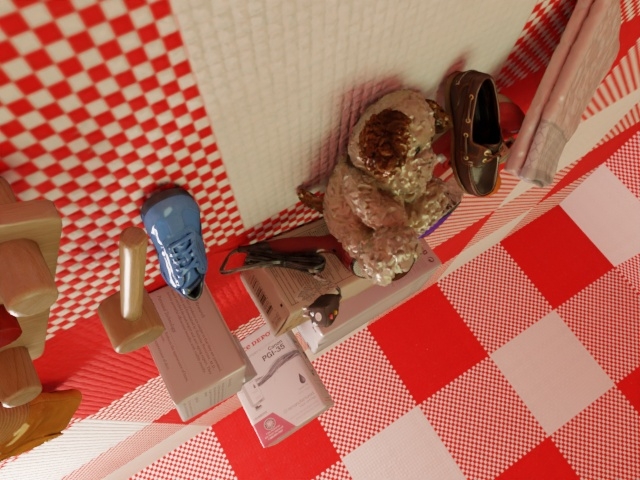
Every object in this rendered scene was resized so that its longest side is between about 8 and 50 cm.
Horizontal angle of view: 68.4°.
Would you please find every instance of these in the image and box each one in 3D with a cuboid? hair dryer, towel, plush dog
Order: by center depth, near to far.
[{"bbox_3d":[0.088,-0.103,0.666,0.262,0.210,0.226,-45,160,-53],"label":"plush dog"},{"bbox_3d":[0.000,0.000,0.774,0.293,0.223,0.080,-37,146,-45],"label":"hair dryer"},{"bbox_3d":[0.442,-0.249,0.840,0.331,0.053,0.317,-6,120,-58],"label":"towel"}]

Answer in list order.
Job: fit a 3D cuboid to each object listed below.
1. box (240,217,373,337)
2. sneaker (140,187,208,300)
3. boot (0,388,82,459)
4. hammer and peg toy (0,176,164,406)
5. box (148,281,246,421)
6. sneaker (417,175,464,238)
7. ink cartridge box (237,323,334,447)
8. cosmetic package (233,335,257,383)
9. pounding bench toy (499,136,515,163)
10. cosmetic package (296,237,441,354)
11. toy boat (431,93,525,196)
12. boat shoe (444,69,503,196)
[{"bbox_3d":[0.021,0.042,0.905,0.310,0.148,0.121,-22,159,-30],"label":"box"},{"bbox_3d":[-0.174,0.013,0.601,0.069,0.082,0.209,-24,158,-22],"label":"sneaker"},{"bbox_3d":[-0.556,0.355,0.774,0.295,0.104,0.211,-39,161,3],"label":"boot"},{"bbox_3d":[-0.311,0.058,0.404,0.361,0.127,0.266,-17,153,-42],"label":"hammer and peg toy"},{"bbox_3d":[-0.218,0.183,0.792,0.118,0.182,0.181,-24,159,-23],"label":"box"},{"bbox_3d":[0.209,-0.032,1.105,0.293,0.102,0.146,-33,163,-3],"label":"sneaker"},{"bbox_3d":[-0.126,0.391,1.319,0.207,0.283,0.117,-34,158,1],"label":"ink cartridge box"},{"bbox_3d":[-0.258,0.301,1.112,0.107,0.127,0.238,-37,160,10],"label":"cosmetic package"},{"bbox_3d":[0.386,-0.201,1.039,0.052,0.065,0.083,-20,157,-39],"label":"pounding bench toy"},{"bbox_3d":[0.110,0.131,1.274,0.384,0.156,0.217,-26,160,-20],"label":"cosmetic package"},{"bbox_3d":[0.264,-0.143,0.836,0.231,0.151,0.151,-41,161,21],"label":"toy boat"},{"bbox_3d":[0.240,-0.153,0.716,0.073,0.073,0.207,-33,122,-16],"label":"boat shoe"}]
